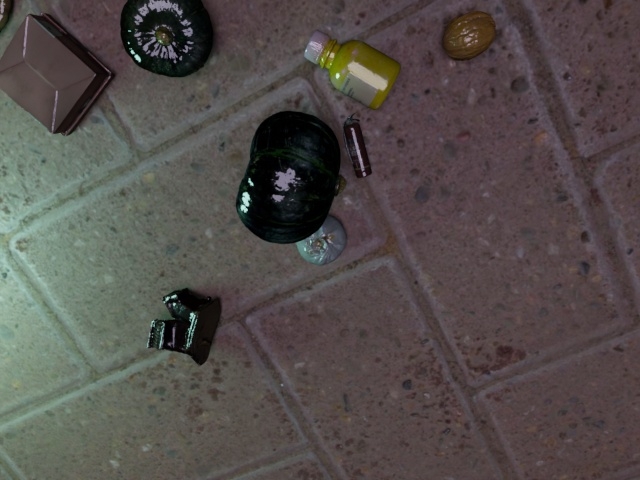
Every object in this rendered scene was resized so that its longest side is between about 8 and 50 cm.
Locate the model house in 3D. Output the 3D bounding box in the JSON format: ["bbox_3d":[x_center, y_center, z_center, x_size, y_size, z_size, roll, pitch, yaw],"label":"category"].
[{"bbox_3d":[-0.392,0.237,1.383,0.164,0.141,0.203,18,88,21],"label":"model house"}]

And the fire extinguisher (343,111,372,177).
[{"bbox_3d":[0.090,-0.239,1.221,0.064,0.043,0.158,2,113,49],"label":"fire extinguisher"}]

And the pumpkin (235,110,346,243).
[{"bbox_3d":[-0.060,-0.142,1.135,0.238,0.315,0.316,15,108,1],"label":"pumpkin"}]

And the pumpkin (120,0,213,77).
[{"bbox_3d":[-0.353,-0.481,1.119,0.211,0.152,0.212,2,113,5],"label":"pumpkin"}]

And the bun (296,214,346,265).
[{"bbox_3d":[0.000,0.000,1.283,0.140,0.083,0.141,1,105,5],"label":"bun"}]

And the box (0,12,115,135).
[{"bbox_3d":[-0.666,-0.408,1.201,0.215,0.086,0.215,43,105,-10],"label":"box"}]

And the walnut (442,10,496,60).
[{"bbox_3d":[0.339,-0.465,1.104,0.124,0.105,0.105,-16,106,5],"label":"walnut"}]

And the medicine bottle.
[{"bbox_3d":[0.069,-0.406,1.128,0.212,0.122,0.122,28,107,-4],"label":"medicine bottle"}]

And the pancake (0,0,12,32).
[{"bbox_3d":[-0.895,-0.613,1.181,0.288,0.033,0.286,30,108,-5],"label":"pancake"}]
